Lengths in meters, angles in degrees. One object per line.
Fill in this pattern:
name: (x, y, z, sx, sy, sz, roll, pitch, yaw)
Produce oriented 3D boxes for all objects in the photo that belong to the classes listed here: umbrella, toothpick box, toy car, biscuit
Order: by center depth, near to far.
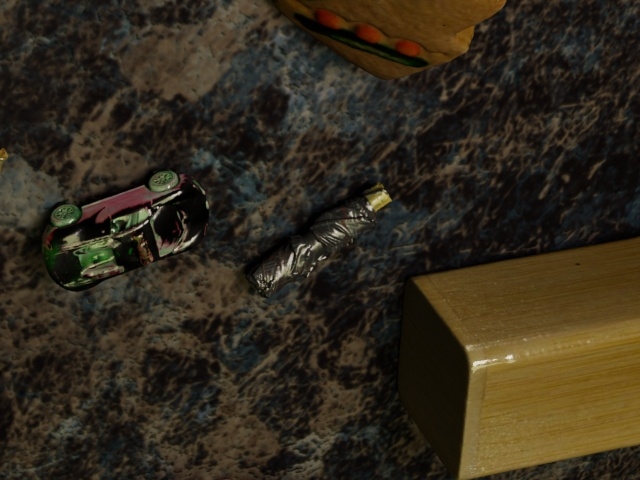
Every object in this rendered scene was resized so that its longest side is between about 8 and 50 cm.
biscuit: (0.030, -0.201, 1.044, 0.043, 0.278, 0.301, -66, 156, -23)
toy car: (-0.153, -0.005, 1.168, 0.142, 0.055, 0.069, -21, 130, -13)
umbrella: (0.000, 0.000, 1.260, 0.144, 0.037, 0.040, -35, 157, -2)
toothpick box: (0.244, 0.102, 1.365, 0.308, 0.187, 0.190, -8, 124, -18)

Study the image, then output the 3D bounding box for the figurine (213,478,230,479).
figurine: (-0.044, 0.282, 1.366, 0.205, 0.103, 0.260, -33, 130, 28)

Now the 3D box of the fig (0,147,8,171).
fig: (-0.277, 0.018, 1.098, 0.166, 0.093, 0.093, -40, 129, -1)
